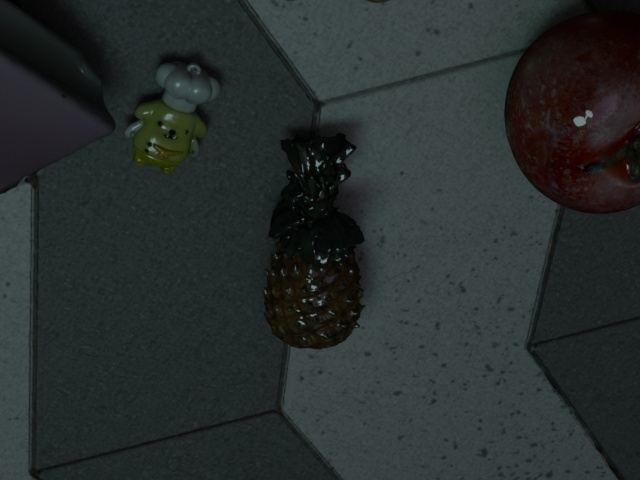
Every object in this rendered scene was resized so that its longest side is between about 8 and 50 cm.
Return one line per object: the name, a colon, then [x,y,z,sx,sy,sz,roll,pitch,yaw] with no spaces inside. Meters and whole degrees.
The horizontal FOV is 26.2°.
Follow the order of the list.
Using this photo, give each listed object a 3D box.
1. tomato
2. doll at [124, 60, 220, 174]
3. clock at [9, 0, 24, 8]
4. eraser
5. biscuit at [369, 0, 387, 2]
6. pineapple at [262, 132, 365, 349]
tomato: [0.366,-0.176,1.803,0.270,0.227,0.270,-17,135,-17]
doll: [-0.195,-0.166,1.827,0.106,0.062,0.162,15,117,-22]
clock: [-0.523,-0.309,1.568,0.386,0.076,0.386,-11,156,-5]
eraser: [-0.457,-0.186,1.633,0.272,0.122,0.359,-26,153,21]
biscuit: [0.068,-0.433,1.704,0.355,0.052,0.275,-24,122,6]
pineapple: [0.000,0.000,1.907,0.141,0.170,0.310,-15,123,-32]
